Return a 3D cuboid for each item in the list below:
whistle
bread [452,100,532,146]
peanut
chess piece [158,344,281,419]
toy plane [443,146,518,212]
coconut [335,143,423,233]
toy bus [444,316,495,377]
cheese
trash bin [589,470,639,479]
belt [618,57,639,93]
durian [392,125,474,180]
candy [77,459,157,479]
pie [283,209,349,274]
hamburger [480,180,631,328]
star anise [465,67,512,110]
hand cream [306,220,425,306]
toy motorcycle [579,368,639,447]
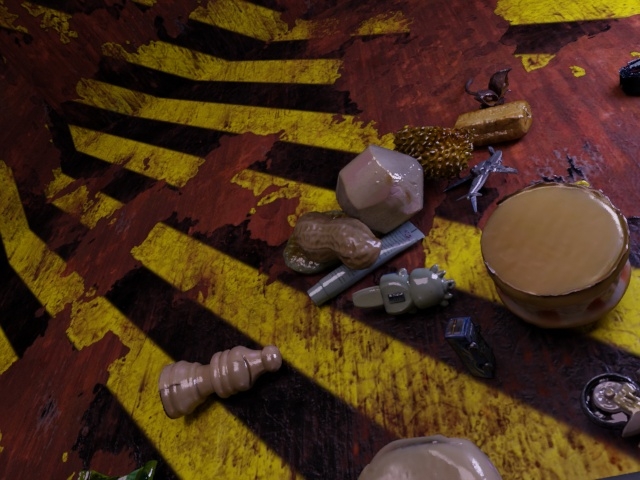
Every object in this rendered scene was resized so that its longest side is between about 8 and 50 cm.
[{"bbox_3d":[0.189,0.118,1.228,0.245,0.110,0.092,-14,10,26],"label":"whistle"},{"bbox_3d":[0.477,-0.322,1.494,0.211,0.083,0.114,-3,43,35],"label":"bread"},{"bbox_3d":[0.038,0.002,1.363,0.298,0.120,0.136,15,81,48],"label":"peanut"},{"bbox_3d":[-0.238,0.327,1.323,0.307,0.124,0.139,-22,7,11],"label":"chess piece"},{"bbox_3d":[0.426,-0.173,1.393,0.226,0.058,0.226,-11,41,52],"label":"toy plane"},{"bbox_3d":[0.165,-0.140,1.403,0.241,0.241,0.241,-21,40,18],"label":"coconut"},{"bbox_3d":[0.288,0.205,1.013,0.061,0.153,0.051,-11,43,37],"label":"toy bus"},{"bbox_3d":[0.175,0.447,0.859,0.266,0.127,0.233,-16,42,26],"label":"cheese"},{"bbox_3d":[0.414,0.422,0.733,0.236,0.101,0.176,-20,38,14],"label":"trash bin"},{"bbox_3d":[0.836,-0.424,1.356,0.140,0.058,0.105,-8,39,36],"label":"belt"},{"bbox_3d":[0.294,-0.233,1.456,0.183,0.137,0.250,1,6,-24],"label":"durian"},{"bbox_3d":[-0.487,0.599,1.242,0.247,0.069,0.149,-13,47,20],"label":"candy"},{"bbox_3d":[0.000,0.000,1.531,0.241,0.054,0.240,-20,39,17],"label":"pie"},{"bbox_3d":[0.443,0.033,1.053,0.261,0.186,0.303,-47,49,-13],"label":"hamburger"},{"bbox_3d":[0.481,-0.476,1.620,0.219,0.148,0.227,-7,34,-38],"label":"star anise"},{"bbox_3d":[0.112,0.057,1.380,0.331,0.058,0.085,-36,35,-1],"label":"hand cream"},{"bbox_3d":[0.588,0.233,0.794,0.341,0.108,0.222,-31,37,8],"label":"toy motorcycle"}]
